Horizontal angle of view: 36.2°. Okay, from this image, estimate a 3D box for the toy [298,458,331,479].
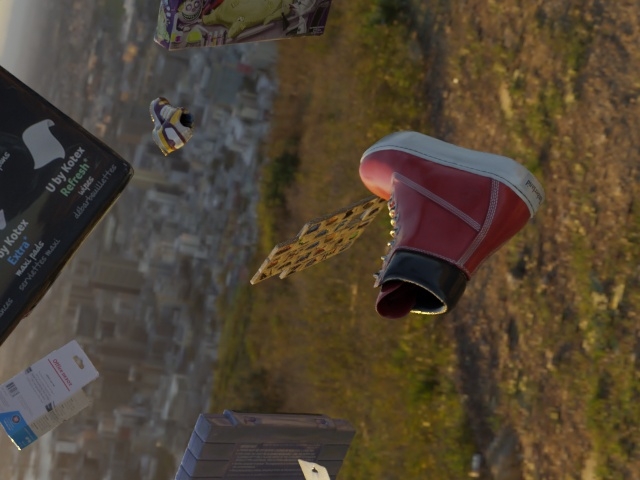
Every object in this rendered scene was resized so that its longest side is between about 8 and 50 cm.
[{"bbox_3d":[0.052,0.428,1.447,0.237,0.056,0.137,68,160,0],"label":"toy"}]

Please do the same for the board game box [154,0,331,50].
[{"bbox_3d":[-0.104,-0.424,1.591,0.056,0.347,0.208,34,125,34],"label":"board game box"}]

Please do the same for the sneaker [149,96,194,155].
[{"bbox_3d":[-0.299,-0.247,2.013,0.084,0.069,0.185,-26,40,8],"label":"sneaker"}]

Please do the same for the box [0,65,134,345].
[{"bbox_3d":[-0.251,-0.062,0.525,0.143,0.270,0.165,-54,12,-7],"label":"box"}]

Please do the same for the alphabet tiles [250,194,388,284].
[{"bbox_3d":[0.000,0.000,1.572,0.009,0.237,0.198,56,143,14],"label":"alphabet tiles"}]

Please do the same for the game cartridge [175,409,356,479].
[{"bbox_3d":[-0.111,0.438,1.891,0.068,0.355,0.230,32,106,50],"label":"game cartridge"}]

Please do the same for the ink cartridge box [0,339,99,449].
[{"bbox_3d":[-0.478,0.268,1.714,0.104,0.180,0.060,46,160,33],"label":"ink cartridge box"}]

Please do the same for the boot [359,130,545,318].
[{"bbox_3d":[0.079,-0.013,0.958,0.176,0.088,0.244,-50,31,-12],"label":"boot"}]
